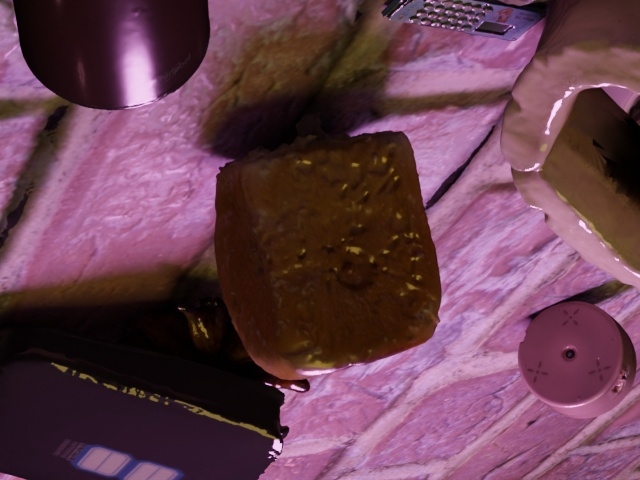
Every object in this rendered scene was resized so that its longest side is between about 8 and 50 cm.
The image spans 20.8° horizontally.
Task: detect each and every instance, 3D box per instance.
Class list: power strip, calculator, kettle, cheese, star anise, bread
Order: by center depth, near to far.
[{"bbox_3d":[-0.130,-0.222,1.217,0.202,0.144,0.232,-32,158,-18],"label":"kettle"},{"bbox_3d":[0.134,-0.207,1.576,0.172,0.018,0.057,3,151,-42],"label":"calculator"},{"bbox_3d":[0.317,-0.100,1.582,0.332,0.153,0.292,39,144,-15],"label":"cheese"},{"bbox_3d":[0.000,0.000,1.692,0.195,0.246,0.176,-12,-176,-23],"label":"bread"},{"bbox_3d":[-0.114,0.111,2.016,0.272,0.103,0.272,6,149,3],"label":"star anise"},{"bbox_3d":[0.351,0.163,2.368,0.154,0.154,0.078,-25,154,15],"label":"power strip"}]

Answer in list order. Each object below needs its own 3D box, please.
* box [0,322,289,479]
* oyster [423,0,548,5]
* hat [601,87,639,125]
[{"bbox_3d":[-0.240,0.219,2.037,0.350,0.091,0.359,18,147,-14],"label":"box"},{"bbox_3d":[0.161,-0.270,1.350,0.237,0.115,0.351,-14,153,14],"label":"oyster"},{"bbox_3d":[0.357,-0.159,1.768,0.219,0.164,0.226,-9,122,27],"label":"hat"}]
